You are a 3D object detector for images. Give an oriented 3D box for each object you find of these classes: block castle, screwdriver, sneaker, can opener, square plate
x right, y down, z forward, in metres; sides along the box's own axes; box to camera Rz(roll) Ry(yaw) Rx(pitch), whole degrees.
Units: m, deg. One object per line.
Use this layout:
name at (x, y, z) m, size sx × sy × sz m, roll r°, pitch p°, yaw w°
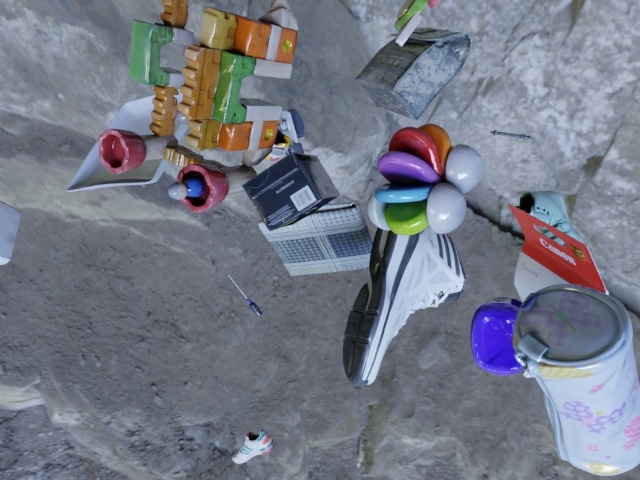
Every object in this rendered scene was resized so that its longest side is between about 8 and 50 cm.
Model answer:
block castle at (-0.238, -0.301, 0.797) m, size 0.303 × 0.453 × 0.213 m, roll 25°, pitch 25°, yaw 21°
screwdriver at (-0.247, 0.179, 1.471) m, size 0.170 × 0.024 × 0.025 m, roll 49°, pitch 65°, yaw -11°
sneaker at (-0.170, -0.315, 1.218) m, size 0.225 × 0.092 × 0.088 m, roll 39°, pitch 52°, yaw -22°
sneaker at (-0.217, 0.626, 1.404) m, size 0.161 × 0.057 × 0.075 m, roll -30°, pitch 94°, yaw 22°
sneaker at (0.229, 0.160, 1.126) m, size 0.257 × 0.169 × 0.448 m, roll 21°, pitch 79°, yaw -14°
sneaker at (0.649, -0.029, 1.308) m, size 0.151 × 0.094 × 0.256 m, roll 3°, pitch 62°, yaw -23°
can opener at (-0.074, -0.306, 1.540) m, size 0.093 × 0.074 × 0.281 m, roll -17°, pitch 98°, yaw -26°
square plate at (-0.485, -0.268, 1.233) m, size 0.344 × 0.049 × 0.347 m, roll 0°, pitch 57°, yaw 29°

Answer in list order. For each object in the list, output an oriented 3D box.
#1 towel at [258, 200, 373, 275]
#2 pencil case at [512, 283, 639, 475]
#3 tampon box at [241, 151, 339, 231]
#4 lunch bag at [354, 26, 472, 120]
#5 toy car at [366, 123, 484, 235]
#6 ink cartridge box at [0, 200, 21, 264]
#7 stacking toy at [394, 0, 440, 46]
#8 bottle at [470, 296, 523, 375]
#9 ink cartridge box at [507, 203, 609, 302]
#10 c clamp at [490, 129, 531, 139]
towel at (0.000, 0.000, 1.438) m, size 0.324 × 0.312 × 0.056 m, roll -8°, pitch 52°, yaw 15°
pencil case at (0.320, 0.178, 0.554) m, size 0.124 × 0.113 × 0.273 m, roll -45°, pitch 124°, yaw -15°
tampon box at (-0.051, -0.095, 0.887) m, size 0.120 × 0.161 × 0.101 m, roll -31°, pitch 89°, yaw 17°
lunch bag at (0.288, -0.541, 1.398) m, size 0.287 × 0.235 × 0.169 m, roll -49°, pitch 128°, yaw 3°
toy car at (0.145, -0.100, 0.699) m, size 0.136 × 0.159 × 0.182 m, roll 46°, pitch 64°, yaw -38°
ink cartridge box at (-0.350, -0.024, 0.386) m, size 0.099 × 0.135 × 0.056 m, roll -2°, pitch 71°, yaw 8°
stacking toy at (0.246, -0.671, 1.158) m, size 0.130 × 0.279 × 0.309 m, roll 34°, pitch 37°, yaw -13°
bottle at (0.338, 0.163, 0.841) m, size 0.092 × 0.283 × 0.118 m, roll 0°, pitch 88°, yaw 25°
ink cartridge box at (0.582, 0.121, 1.136) m, size 0.091 × 0.308 × 0.385 m, roll -33°, pitch 113°, yaw 4°
c clamp at (0.722, -0.404, 1.737) m, size 0.160 × 0.022 × 0.137 m, roll 17°, pitch 20°, yaw 30°
